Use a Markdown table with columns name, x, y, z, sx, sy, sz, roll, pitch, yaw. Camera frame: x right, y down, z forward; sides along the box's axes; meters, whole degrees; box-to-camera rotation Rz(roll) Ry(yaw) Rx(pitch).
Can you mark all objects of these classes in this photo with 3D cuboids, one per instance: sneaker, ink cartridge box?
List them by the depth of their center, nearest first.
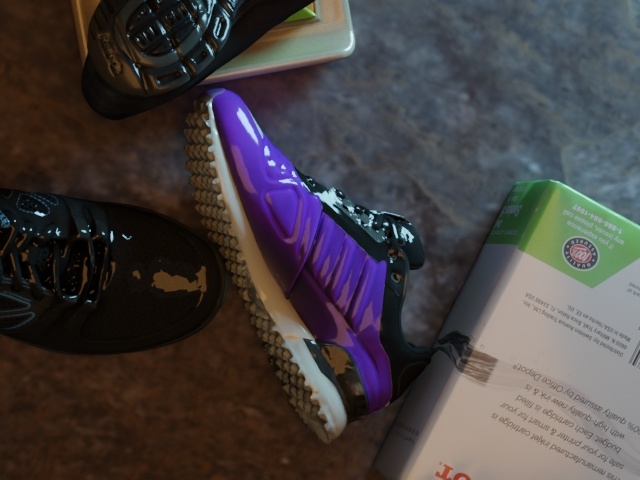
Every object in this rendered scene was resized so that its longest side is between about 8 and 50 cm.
| name | x | y | z | sx | sy | sz | roll | pitch | yaw |
| --- | --- | --- | --- | --- | --- | --- | --- | --- | --- |
| sneaker | -0.234 | 0.020 | 1.360 | 0.341 | 0.140 | 0.125 | 8 | 89 | -12 |
| sneaker | -0.074 | -0.189 | 1.367 | 0.286 | 0.130 | 0.109 | -35 | 88 | -27 |
| sneaker | 0.000 | 0.000 | 1.430 | 0.146 | 0.102 | 0.293 | -26 | 101 | -13 |
| ink cartridge box | 0.194 | 0.115 | 1.455 | 0.198 | 0.115 | 0.272 | 28 | 86 | -10 |

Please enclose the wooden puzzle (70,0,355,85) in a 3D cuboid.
| name | x | y | z | sx | sy | sz | roll | pitch | yaw |
| --- | --- | --- | --- | --- | --- | --- | --- | --- | --- |
| wooden puzzle | -0.095 | -0.244 | 1.425 | 0.221 | 0.044 | 0.238 | -11 | 94 | -10 |
